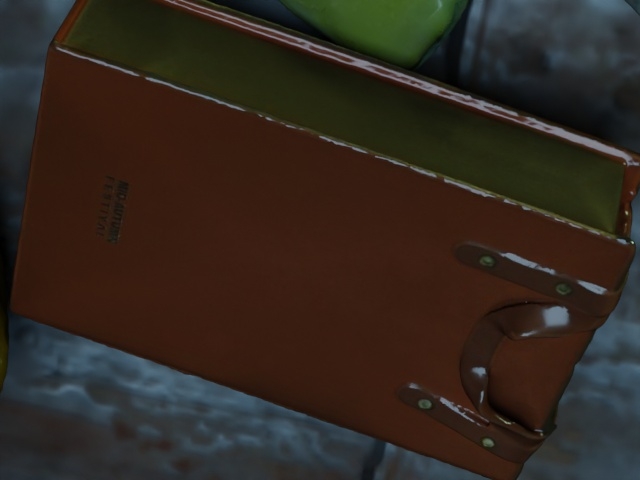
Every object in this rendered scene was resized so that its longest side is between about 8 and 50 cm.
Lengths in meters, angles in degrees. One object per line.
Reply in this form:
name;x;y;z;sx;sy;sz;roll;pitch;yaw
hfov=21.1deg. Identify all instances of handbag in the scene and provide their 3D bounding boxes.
handbag;0.000;0.000;0.561;0.190;0.063;0.127;19;135;0

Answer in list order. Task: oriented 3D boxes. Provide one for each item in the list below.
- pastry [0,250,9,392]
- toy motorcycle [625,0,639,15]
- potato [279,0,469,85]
pastry;-0.200;0.014;0.520;0.132;0.235;0.240;-14;99;18
toy motorcycle;0.144;-0.089;0.508;0.229;0.094;0.130;38;118;-21
potato;-0.007;-0.146;0.522;0.119;0.054;0.198;-27;111;26
